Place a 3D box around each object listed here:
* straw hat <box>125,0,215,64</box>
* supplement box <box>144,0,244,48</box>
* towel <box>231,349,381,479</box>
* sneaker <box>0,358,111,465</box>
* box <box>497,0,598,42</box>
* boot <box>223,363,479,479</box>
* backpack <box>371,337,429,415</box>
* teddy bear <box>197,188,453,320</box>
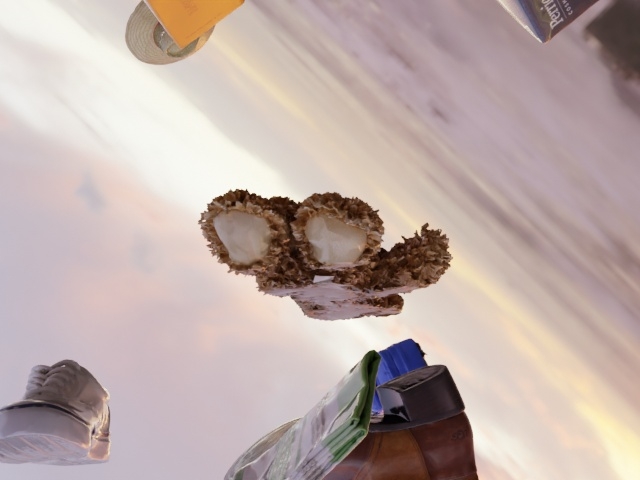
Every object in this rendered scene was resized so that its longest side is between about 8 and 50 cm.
[{"bbox_3d":[-0.204,-0.296,1.963,0.144,0.144,0.061,41,-170,-45],"label":"straw hat"},{"bbox_3d":[-0.077,-0.134,0.553,0.098,0.036,0.062,53,179,18],"label":"supplement box"},{"bbox_3d":[-0.018,0.146,0.945,0.023,0.152,0.113,39,-159,-10],"label":"towel"},{"bbox_3d":[-0.247,0.154,1.238,0.258,0.094,0.091,92,173,-78],"label":"sneaker"},{"bbox_3d":[0.305,-0.479,1.547,0.212,0.395,0.293,55,-174,38],"label":"box"},{"bbox_3d":[0.061,0.300,1.389,0.096,0.264,0.280,-1,110,67],"label":"boot"},{"bbox_3d":[0.104,0.194,1.843,0.098,0.101,0.120,61,164,13],"label":"backpack"},{"bbox_3d":[0.000,0.000,1.377,0.338,0.245,0.113,22,-116,-59],"label":"teddy bear"}]
